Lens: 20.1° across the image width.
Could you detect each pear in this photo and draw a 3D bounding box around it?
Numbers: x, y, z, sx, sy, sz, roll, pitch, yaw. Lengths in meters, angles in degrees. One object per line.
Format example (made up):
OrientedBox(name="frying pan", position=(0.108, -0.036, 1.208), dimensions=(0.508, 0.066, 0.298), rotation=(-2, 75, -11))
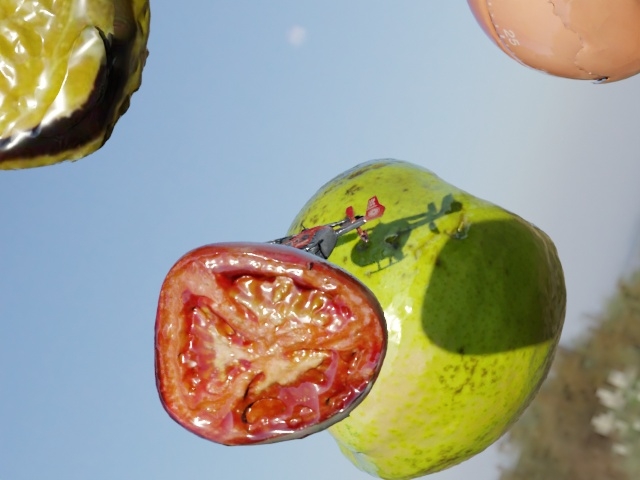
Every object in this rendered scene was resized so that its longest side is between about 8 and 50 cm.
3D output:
OrientedBox(name="pear", position=(0.105, 0.104, 2.178), dimensions=(0.391, 0.391, 0.391), rotation=(21, -90, -81))

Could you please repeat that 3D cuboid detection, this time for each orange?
OrientedBox(name="orange", position=(-0.331, -0.211, 1.588), dimensions=(0.210, 0.369, 0.271), rotation=(-134, 58, -80))

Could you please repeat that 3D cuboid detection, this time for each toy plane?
OrientedBox(name="toy plane", position=(0.000, 0.000, 1.792), dimensions=(0.037, 0.145, 0.060), rotation=(59, -171, -34))

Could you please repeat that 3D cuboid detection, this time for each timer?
OrientedBox(name="timer", position=(0.257, -0.270, 1.769), dimensions=(0.229, 0.215, 0.229), rotation=(-14, -63, -30))

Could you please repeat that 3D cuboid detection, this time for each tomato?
OrientedBox(name="tomato", position=(-0.032, 0.070, 1.344), dimensions=(0.082, 0.174, 0.166), rotation=(-63, -22, -64))
